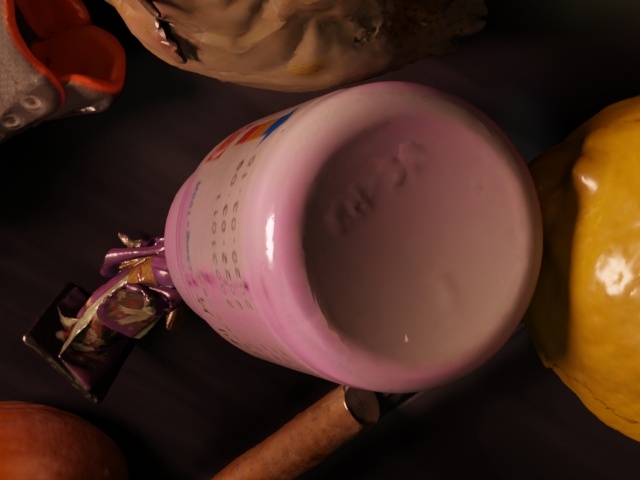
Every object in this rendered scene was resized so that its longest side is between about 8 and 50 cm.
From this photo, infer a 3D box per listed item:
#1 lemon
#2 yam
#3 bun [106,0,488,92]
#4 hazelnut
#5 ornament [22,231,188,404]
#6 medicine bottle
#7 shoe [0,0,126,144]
[{"bbox_3d":[0.218,0.018,0.571,0.260,0.204,0.204,20,130,1],"label":"lemon"},{"bbox_3d":[-0.043,0.191,0.899,0.046,0.046,0.264,39,130,-11],"label":"yam"},{"bbox_3d":[-0.036,-0.190,0.500,0.281,0.205,0.282,11,128,15],"label":"bun"},{"bbox_3d":[-0.268,0.236,0.939,0.214,0.176,0.214,-6,144,-4],"label":"hazelnut"},{"bbox_3d":[-0.128,0.039,0.791,0.203,0.081,0.088,-31,111,36],"label":"ornament"},{"bbox_3d":[0.000,0.000,0.601,0.152,0.152,0.254,43,165,-14],"label":"medicine bottle"},{"bbox_3d":[-0.213,-0.113,0.691,0.171,0.132,0.336,20,128,-7],"label":"shoe"}]
